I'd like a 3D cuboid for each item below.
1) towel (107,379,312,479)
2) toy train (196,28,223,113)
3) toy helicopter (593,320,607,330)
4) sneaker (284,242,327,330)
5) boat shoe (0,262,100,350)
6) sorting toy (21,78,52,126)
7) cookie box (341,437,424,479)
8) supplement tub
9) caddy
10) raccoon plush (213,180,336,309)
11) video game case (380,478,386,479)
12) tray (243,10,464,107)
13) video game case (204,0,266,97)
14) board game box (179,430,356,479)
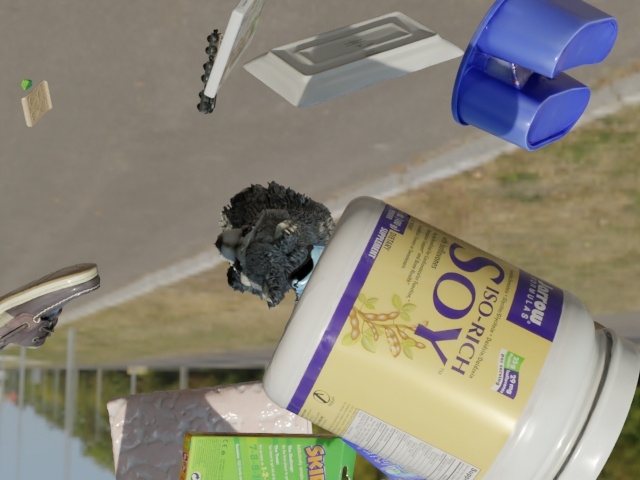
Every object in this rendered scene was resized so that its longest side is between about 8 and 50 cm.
[{"bbox_3d":[-0.171,0.395,1.954,0.331,0.317,0.053,-6,176,1],"label":"towel"},{"bbox_3d":[-0.200,-0.312,2.219,0.036,0.158,0.027,10,177,-40],"label":"toy train"},{"bbox_3d":[0.300,0.205,1.879,0.355,0.235,0.140,-18,-163,32],"label":"toy helicopter"},{"bbox_3d":[-0.024,0.071,1.758,0.073,0.162,0.063,13,-162,-27],"label":"sneaker"},{"bbox_3d":[-0.436,0.116,1.778,0.285,0.092,0.103,-23,-174,18],"label":"boat shoe"},{"bbox_3d":[-0.463,-0.233,1.936,0.012,0.062,0.083,18,134,21],"label":"sorting toy"},{"bbox_3d":[0.097,0.267,1.554,0.107,0.040,0.091,41,147,-22],"label":"cookie box"},{"bbox_3d":[0.132,0.125,1.238,0.331,0.241,0.241,26,172,2],"label":"supplement tub"},{"bbox_3d":[0.328,-0.287,1.913,0.179,0.241,0.341,30,-154,22],"label":"caddy"},{"bbox_3d":[0.000,0.000,2.321,0.446,0.216,0.299,-11,-164,-22],"label":"raccoon plush"},{"bbox_3d":[0.161,0.544,2.218,0.227,0.026,0.206,32,140,-4],"label":"video game case"},{"bbox_3d":[0.045,-0.252,1.594,0.270,0.030,0.145,-22,-138,-27],"label":"tray"},{"bbox_3d":[-0.127,-0.350,1.961,0.022,0.173,0.190,26,138,-1],"label":"video game case"},{"bbox_3d":[-0.071,0.329,1.654,0.259,0.124,0.039,6,-177,-27],"label":"board game box"}]
